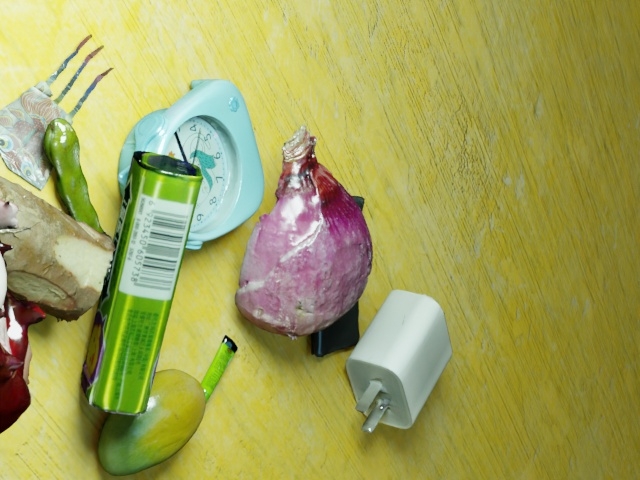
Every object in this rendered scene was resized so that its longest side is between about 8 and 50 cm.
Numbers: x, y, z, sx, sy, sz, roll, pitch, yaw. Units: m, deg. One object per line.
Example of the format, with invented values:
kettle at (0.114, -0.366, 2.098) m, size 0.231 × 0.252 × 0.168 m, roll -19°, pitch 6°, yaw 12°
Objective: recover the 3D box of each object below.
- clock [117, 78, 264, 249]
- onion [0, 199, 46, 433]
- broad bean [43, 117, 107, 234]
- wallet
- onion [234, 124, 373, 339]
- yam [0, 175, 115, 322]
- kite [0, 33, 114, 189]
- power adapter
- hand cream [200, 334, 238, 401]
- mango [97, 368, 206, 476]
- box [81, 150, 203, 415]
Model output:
clock at (-0.204, -0.103, 1.774) m, size 0.274 × 0.094 × 0.223 m, roll -36°, pitch 122°, yaw -44°
onion at (-0.459, 0.061, 1.266) m, size 0.341 × 0.341 × 0.341 m, roll -10°, pitch 102°, yaw -53°
broad bean at (-0.328, -0.056, 1.640) m, size 0.052 × 0.053 × 0.256 m, roll -106°, pitch 179°, yaw -58°
wallet at (0.030, 0.062, 2.168) m, size 0.146 × 0.030 × 0.285 m, roll -8°, pitch 101°, yaw -52°
onion at (0.000, 0.000, 1.923) m, size 0.267 × 0.159 × 0.348 m, roll -43°, pitch 148°, yaw -45°
yam at (-0.376, 0.008, 1.524) m, size 0.238 × 0.128 × 0.129 m, roll 38°, pitch 23°, yaw -50°
kite at (-0.357, -0.180, 1.620) m, size 0.229 × 0.016 × 0.127 m, roll -56°, pitch 138°, yaw -30°
power adapter at (0.138, 0.246, 2.247) m, size 0.255 × 0.124 × 0.187 m, roll -55°, pitch 143°, yaw -36°
hand cream at (-0.168, 0.210, 1.918) m, size 0.036 × 0.023 × 0.122 m, roll 49°, pitch 54°, yaw -31°
mango at (-0.250, 0.270, 1.765) m, size 0.194 × 0.092 × 0.130 m, roll -47°, pitch 132°, yaw -29°
box at (-0.243, 0.055, 1.633) m, size 0.097 × 0.134 × 0.345 m, roll 10°, pitch 101°, yaw -21°
